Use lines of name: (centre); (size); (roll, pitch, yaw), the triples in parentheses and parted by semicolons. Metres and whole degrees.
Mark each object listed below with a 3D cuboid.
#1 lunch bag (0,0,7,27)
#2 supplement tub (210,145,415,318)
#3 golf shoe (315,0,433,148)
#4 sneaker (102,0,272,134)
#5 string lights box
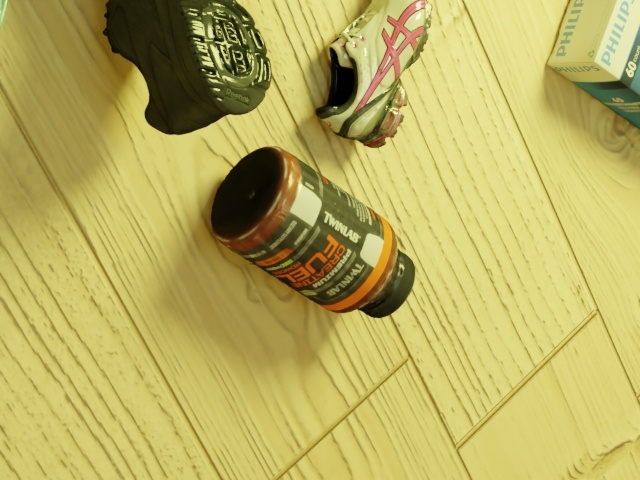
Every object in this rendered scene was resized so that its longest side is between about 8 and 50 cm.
lunch bag: (-0.375, -0.139, 1.337); (0.224, 0.108, 0.279); (22, 78, -34)
supplement tub: (0.000, 0.000, 1.639); (0.198, 0.106, 0.106); (33, 73, -34)
golf shoe: (0.052, -0.187, 1.693); (0.086, 0.067, 0.186); (21, 80, -35)
sneaker: (-0.143, -0.224, 1.516); (0.109, 0.130, 0.286); (0, 70, -45)
string lights box: (0.377, -0.194, 1.940); (0.259, 0.076, 0.133); (29, 77, -35)
